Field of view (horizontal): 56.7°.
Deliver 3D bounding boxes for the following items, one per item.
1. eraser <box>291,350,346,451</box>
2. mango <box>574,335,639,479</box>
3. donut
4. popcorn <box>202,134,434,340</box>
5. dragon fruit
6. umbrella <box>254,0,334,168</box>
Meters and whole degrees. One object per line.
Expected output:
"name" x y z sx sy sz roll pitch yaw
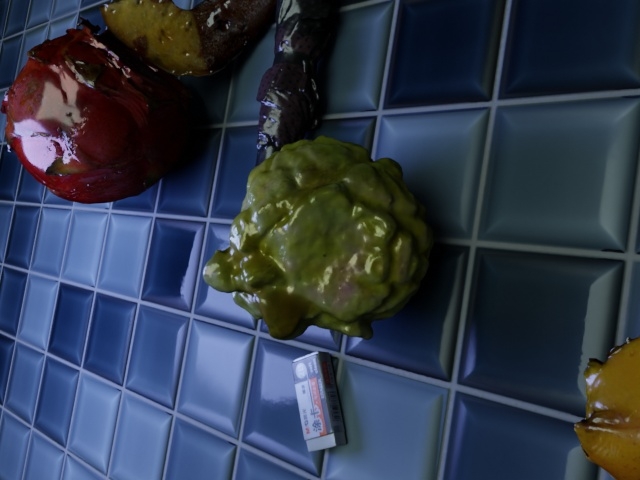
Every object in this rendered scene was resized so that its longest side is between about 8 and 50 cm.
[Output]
"eraser" -0.002 0.212 0.785 0.052 0.029 0.122 -26 64 35
"mango" 0.329 0.117 0.453 0.252 0.126 0.153 -26 51 26
"donut" -0.192 -0.370 1.000 0.295 0.151 0.112 -15 32 4
"popcorn" 0.000 0.000 0.706 0.259 0.212 0.259 1 100 5
"dragon fruit" -0.380 -0.212 1.024 0.302 0.296 0.295 -29 63 22
"umbrella" -0.040 -0.235 0.869 0.094 0.090 0.325 8 87 39
